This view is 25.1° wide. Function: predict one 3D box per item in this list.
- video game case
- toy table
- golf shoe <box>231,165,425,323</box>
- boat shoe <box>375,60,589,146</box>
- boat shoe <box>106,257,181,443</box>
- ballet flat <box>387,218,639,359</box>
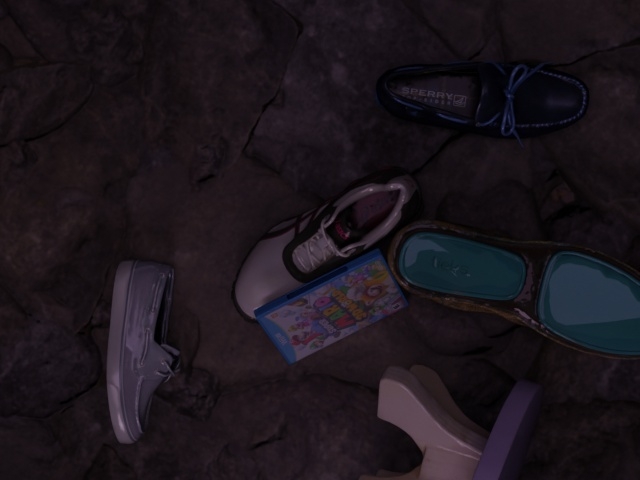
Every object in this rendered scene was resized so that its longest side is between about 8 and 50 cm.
[{"bbox_3d":[0.015,0.081,1.726,0.166,0.119,0.015,-27,52,3],"label":"video game case"},{"bbox_3d":[0.141,0.256,1.656,0.161,0.274,0.252,16,123,15],"label":"toy table"},{"bbox_3d":[0.000,0.000,1.725,0.273,0.120,0.105,-38,87,4],"label":"golf shoe"},{"bbox_3d":[0.195,-0.165,1.728,0.258,0.089,0.109,-3,88,4],"label":"boat shoe"},{"bbox_3d":[-0.212,0.135,1.755,0.081,0.079,0.227,1,85,9],"label":"boat shoe"},{"bbox_3d":[0.248,0.050,1.702,0.348,0.123,0.123,15,89,-1],"label":"ballet flat"}]
